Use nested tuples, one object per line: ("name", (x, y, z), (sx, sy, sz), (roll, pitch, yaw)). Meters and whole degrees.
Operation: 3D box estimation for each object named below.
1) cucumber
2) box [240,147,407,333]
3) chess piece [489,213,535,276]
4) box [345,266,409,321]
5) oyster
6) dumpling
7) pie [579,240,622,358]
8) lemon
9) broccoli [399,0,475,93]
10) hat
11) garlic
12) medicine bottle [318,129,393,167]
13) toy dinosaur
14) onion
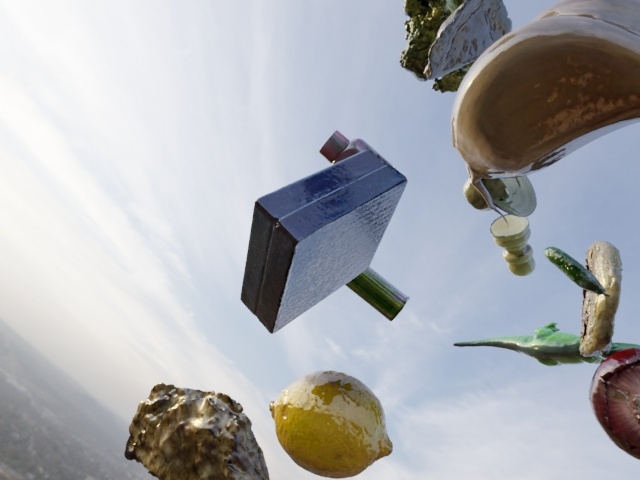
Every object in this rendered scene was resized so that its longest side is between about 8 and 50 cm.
("cucumber", (0.493, 0.057, 0.841), (0.155, 0.037, 0.037), (58, -8, 48))
("box", (0.000, 0.000, 0.791), (0.116, 0.278, 0.262), (42, -40, 20))
("chess piece", (0.722, 0.031, 1.594), (0.133, 0.133, 0.243), (4, -44, 45))
("box", (0.112, 0.102, 1.332), (0.345, 0.097, 0.134), (39, 7, 9))
("oyster", (-0.188, 0.346, 0.683), (0.395, 0.110, 0.205), (15, -77, 35))
("dumpling", (0.319, -0.467, 0.945), (0.086, 0.332, 0.166), (26, -46, 37))
("pie", (0.737, 0.157, 1.146), (0.077, 0.339, 0.339), (5, -42, 31))
("lemon", (0.016, 0.351, 0.833), (0.256, 0.188, 0.188), (12, -37, 17))
("broccoli", (0.403, -0.656, 1.364), (0.338, 0.276, 0.318), (114, -37, -61))
("hat", (0.454, -0.139, 1.181), (0.252, 0.252, 0.110), (39, -42, 0))
("garlic", (0.355, -0.229, 0.686), (0.245, 0.231, 0.340), (39, -36, -3))
("medicine bottle", (0.089, -0.205, 1.162), (0.188, 0.094, 0.119), (40, -56, -4))
("toy dinosaur", (0.684, 0.357, 1.364), (0.499, 0.144, 0.374), (-9, -7, 15))
("onion", (0.735, 0.364, 0.967), (0.247, 0.248, 0.161), (15, 3, 36))
